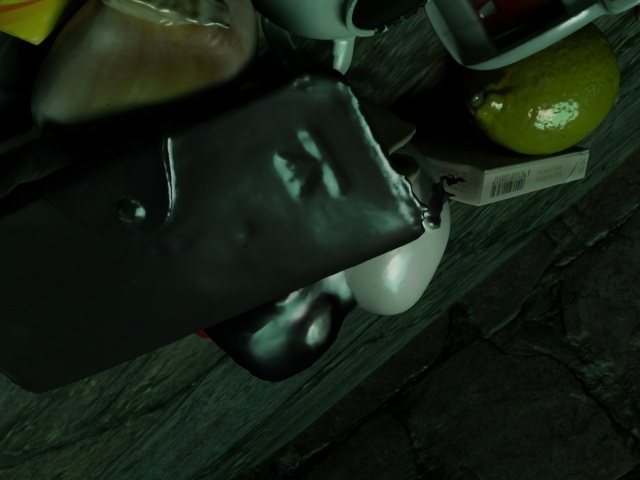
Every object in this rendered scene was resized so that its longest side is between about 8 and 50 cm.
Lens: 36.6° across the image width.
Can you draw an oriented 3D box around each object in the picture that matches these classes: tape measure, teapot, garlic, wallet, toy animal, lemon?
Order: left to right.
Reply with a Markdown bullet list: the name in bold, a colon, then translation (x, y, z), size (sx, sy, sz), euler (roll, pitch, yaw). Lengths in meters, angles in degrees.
- **garlic**: translation (-0.139, -0.122, 0.701), size (0.148, 0.128, 0.266), euler (16, 142, -31)
- **wallet**: translation (-0.113, 0.000, 0.744), size (0.378, 0.051, 0.197), euler (-22, 132, 11)
- **toy animal**: translation (0.000, 0.000, 1.122), size (0.310, 0.251, 0.251), euler (-41, 165, 4)
- **teapot**: translation (0.029, -0.225, 0.697), size (0.193, 0.129, 0.294), euler (-24, 161, -36)
- **lemon**: translation (0.283, -0.199, 1.254), size (0.248, 0.184, 0.184), euler (-27, 163, -32)
- **tape measure**: translation (0.209, -0.261, 0.882), size (0.246, 0.125, 0.243), euler (-22, -164, 38)

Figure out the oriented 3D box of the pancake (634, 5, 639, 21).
- **pancake**: translation (0.572, -0.444, 1.414), size (0.305, 0.067, 0.427), euler (-51, 159, 23)

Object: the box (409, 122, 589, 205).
- **box**: translation (0.214, -0.115, 1.343), size (0.365, 0.205, 0.051), euler (-15, 118, -54)

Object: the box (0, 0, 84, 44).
- **box**: translation (-0.116, -0.226, 0.534), size (0.269, 0.043, 0.152), euler (-39, 166, 12)

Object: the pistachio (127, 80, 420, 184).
- **pistachio**: translation (-0.049, -0.051, 0.911), size (0.332, 0.207, 0.226), euler (-20, -160, -32)

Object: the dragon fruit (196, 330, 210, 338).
- **dragon fruit**: translation (-0.066, 0.093, 1.473), size (0.274, 0.126, 0.161), euler (-33, 165, -10)
